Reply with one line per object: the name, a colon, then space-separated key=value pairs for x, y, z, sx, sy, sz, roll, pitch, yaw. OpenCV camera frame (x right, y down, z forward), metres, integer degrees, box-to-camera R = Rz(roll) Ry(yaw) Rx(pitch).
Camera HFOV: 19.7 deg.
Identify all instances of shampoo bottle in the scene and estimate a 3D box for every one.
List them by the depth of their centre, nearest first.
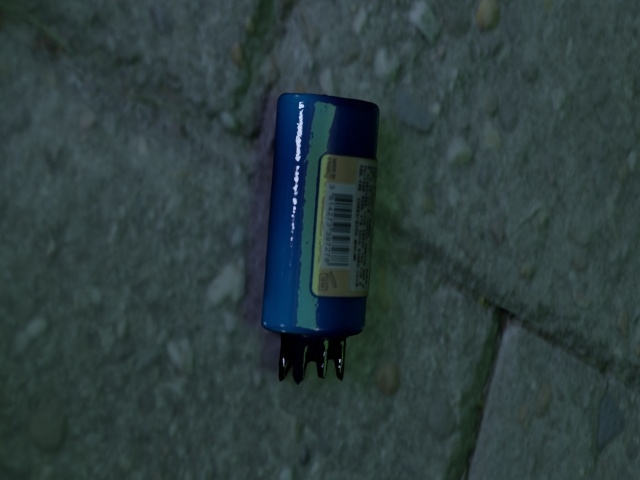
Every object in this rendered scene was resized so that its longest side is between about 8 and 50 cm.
shampoo bottle: x=0.000 y=0.000 z=1.172 sx=0.087 sy=0.050 sz=0.183 roll=3 pitch=91 yaw=-54
